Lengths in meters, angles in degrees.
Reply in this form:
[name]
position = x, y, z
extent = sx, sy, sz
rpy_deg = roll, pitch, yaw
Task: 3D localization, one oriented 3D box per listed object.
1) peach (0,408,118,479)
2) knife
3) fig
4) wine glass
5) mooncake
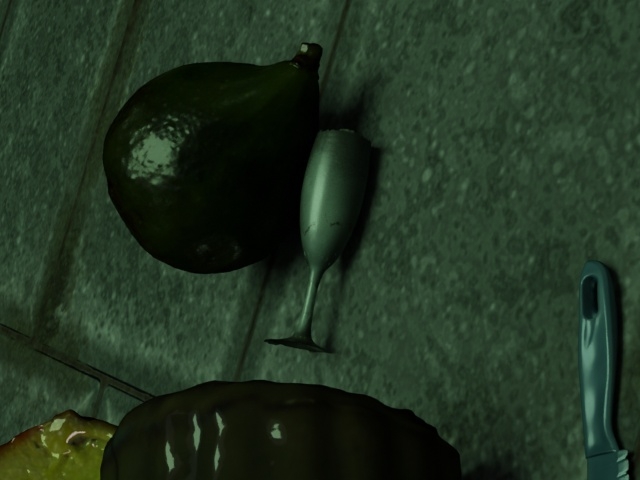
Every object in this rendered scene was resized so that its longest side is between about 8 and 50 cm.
[peach]
position = -0.252, 0.321, 1.642
extent = 0.338, 0.281, 0.281
rpy_deg = -62, 33, 17
[knife]
position = 0.200, 0.159, 1.244
extent = 0.044, 0.019, 0.313
rpy_deg = -22, 59, 49
[fig]
position = -0.084, -0.087, 1.637
extent = 0.245, 0.195, 0.195
rpy_deg = -42, 43, 35
[wine glass]
position = 0.000, 0.000, 1.589
extent = 0.066, 0.066, 0.198
rpy_deg = -2, 73, 57
[mooncake]
position = -0.030, 0.216, 1.322
extent = 0.290, 0.290, 0.161
rpy_deg = -29, 51, 49
